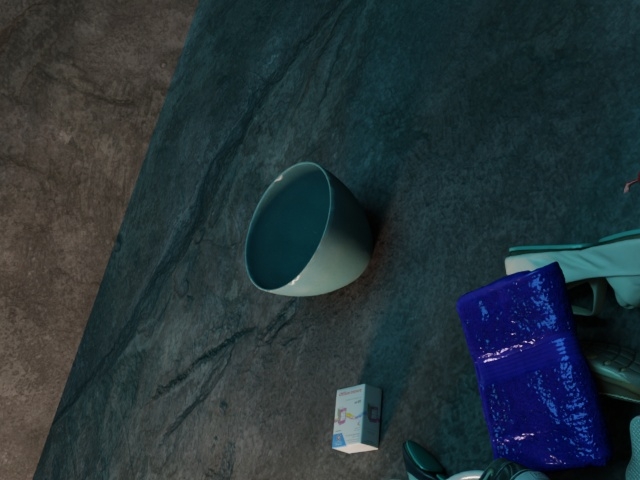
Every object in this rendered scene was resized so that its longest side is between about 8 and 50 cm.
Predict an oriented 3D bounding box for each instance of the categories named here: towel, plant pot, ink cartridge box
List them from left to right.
[{"bbox_3d":[0.000,0.000,2.105,0.290,0.195,0.290,-31,48,41],"label":"plant pot"},{"bbox_3d":[0.073,0.354,1.929,0.088,0.052,0.123,-22,53,46],"label":"ink cartridge box"},{"bbox_3d":[0.314,0.207,1.484,0.227,0.076,0.308,-34,66,55],"label":"towel"}]

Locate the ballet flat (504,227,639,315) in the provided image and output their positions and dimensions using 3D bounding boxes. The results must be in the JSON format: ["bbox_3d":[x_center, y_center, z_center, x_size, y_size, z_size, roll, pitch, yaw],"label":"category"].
[{"bbox_3d":[0.459,0.053,1.544,0.400,0.139,0.139,-12,61,55],"label":"ballet flat"}]

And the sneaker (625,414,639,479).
[{"bbox_3d":[0.485,0.311,1.415,0.051,0.070,0.134,11,109,46],"label":"sneaker"}]

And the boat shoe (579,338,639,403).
[{"bbox_3d":[0.398,0.218,1.533,0.324,0.123,0.117,10,102,58],"label":"boat shoe"}]

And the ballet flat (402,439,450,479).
[{"bbox_3d":[0.196,0.429,1.709,0.203,0.074,0.074,35,100,53],"label":"ballet flat"}]

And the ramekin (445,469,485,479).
[{"bbox_3d":[0.270,0.509,1.503,0.277,0.135,0.277,-31,47,40],"label":"ramekin"}]

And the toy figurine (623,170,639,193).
[{"bbox_3d":[0.569,-0.071,1.251,0.191,0.217,0.362,-45,62,1],"label":"toy figurine"}]

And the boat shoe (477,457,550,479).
[{"bbox_3d":[0.221,0.470,1.390,0.335,0.121,0.119,-56,26,-4],"label":"boat shoe"}]

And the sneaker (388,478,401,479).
[{"bbox_3d":[0.122,0.564,1.715,0.129,0.110,0.297,-102,28,-83],"label":"sneaker"}]
